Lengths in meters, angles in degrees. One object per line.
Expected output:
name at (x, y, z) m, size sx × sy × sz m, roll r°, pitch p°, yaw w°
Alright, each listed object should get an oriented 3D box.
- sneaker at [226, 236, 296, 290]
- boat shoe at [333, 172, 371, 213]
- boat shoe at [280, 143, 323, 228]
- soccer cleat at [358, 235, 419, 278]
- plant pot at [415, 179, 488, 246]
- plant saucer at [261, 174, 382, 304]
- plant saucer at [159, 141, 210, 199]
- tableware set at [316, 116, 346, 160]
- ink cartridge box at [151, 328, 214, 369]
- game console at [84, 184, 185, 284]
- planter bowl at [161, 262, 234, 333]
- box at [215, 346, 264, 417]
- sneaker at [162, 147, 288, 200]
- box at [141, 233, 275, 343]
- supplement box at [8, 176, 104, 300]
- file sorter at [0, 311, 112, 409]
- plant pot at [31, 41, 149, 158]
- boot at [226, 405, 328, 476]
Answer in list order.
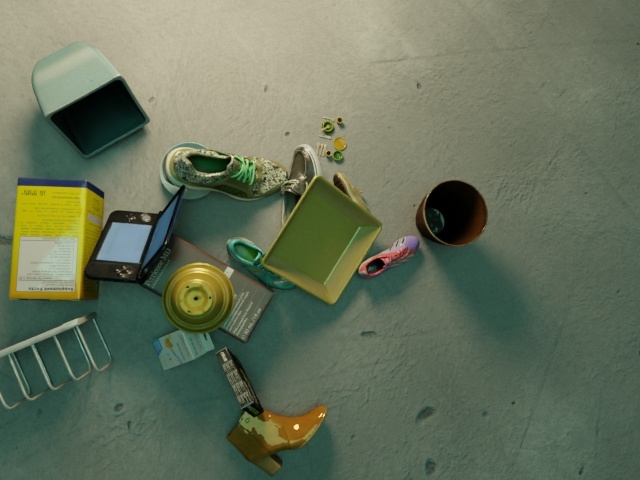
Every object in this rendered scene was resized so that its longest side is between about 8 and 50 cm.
sneaker at (-0.192, 0.081, 1.640) m, size 0.276 × 0.110 × 0.107 m, roll 30°, pitch 81°, yaw -5°
boat shoe at (0.113, -0.158, 1.737) m, size 0.072 × 0.068 × 0.189 m, roll -32°, pitch 100°, yaw -22°
boat shoe at (-0.071, -0.161, 1.657) m, size 0.119 × 0.121 × 0.334 m, roll 4°, pitch 83°, yaw -49°
soccer cleat at (0.242, 0.060, 1.713) m, size 0.248 × 0.095 × 0.083 m, roll -27°, pitch 92°, yaw -8°
plant pot at (0.410, -0.078, 1.683) m, size 0.216 × 0.230 × 0.215 m, roll 1°, pitch 85°, yaw -9°
plant saucer at (0.000, 0.000, 1.630) m, size 0.333 × 0.081 × 0.332 m, roll 34°, pitch 86°, yaw -33°
plant saucer at (-0.436, -0.230, 1.670) m, size 0.195 × 0.037 × 0.194 m, roll 1°, pitch 85°, yaw -9°
tableware set at (0.046, -0.363, 1.761) m, size 0.104 × 0.024 × 0.153 m, roll 13°, pitch 83°, yaw -7°
ink cartridge box at (-0.430, 0.327, 1.557) m, size 0.181 × 0.062 × 0.104 m, roll -25°, pitch 89°, yaw 29°
game console at (-0.551, -0.032, 1.494) m, size 0.251 × 0.173 × 0.293 m, roll 5°, pitch 44°, yaw -5°
planter bowl at (-0.366, 0.173, 1.479) m, size 0.218 × 0.090 × 0.216 m, roll 1°, pitch 85°, yaw -9°
box at (-0.246, 0.439, 1.531) m, size 0.045 × 0.184 × 0.190 m, roll -28°, pitch 63°, yaw -11°
sneaker at (-0.281, -0.217, 1.592) m, size 0.411 × 0.182 × 0.157 m, roll 1°, pitch 88°, yaw -28°
box at (-0.354, 0.152, 1.597) m, size 0.382 × 0.143 × 0.191 m, roll 29°, pitch 82°, yaw -3°
supplement box at (-0.792, 0.004, 1.516) m, size 0.194 × 0.195 × 0.355 m, roll 2°, pitch 84°, yaw -8°
file sorter at (-0.802, 0.355, 1.485) m, size 0.278 × 0.193 × 0.172 m, roll -22°, pitch 92°, yaw -10°
plant pot at (-0.737, -0.460, 1.552) m, size 0.247 × 0.247 × 0.252 m, roll -35°, pitch 72°, yaw -10°
boot at (-0.142, 0.589, 1.604) m, size 0.211 × 0.104 × 0.295 m, roll 45°, pitch 84°, yaw -3°
